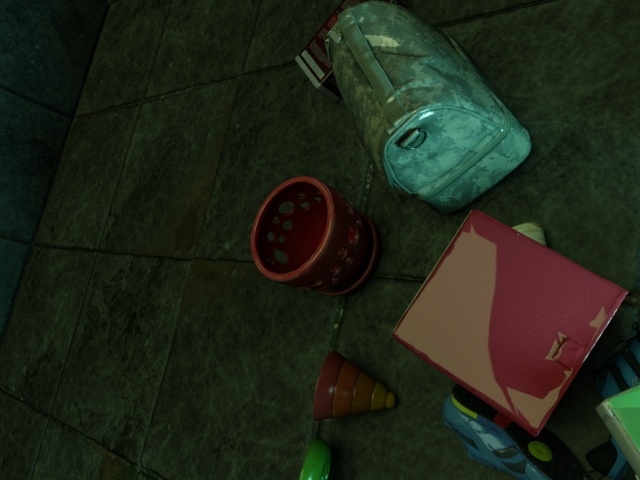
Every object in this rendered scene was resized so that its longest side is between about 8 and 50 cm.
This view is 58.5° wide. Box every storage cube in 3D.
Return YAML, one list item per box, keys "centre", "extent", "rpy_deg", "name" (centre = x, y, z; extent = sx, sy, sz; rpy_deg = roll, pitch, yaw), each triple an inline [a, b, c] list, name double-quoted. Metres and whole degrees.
- centre: [0.231, 0.107, 0.720]
  extent: [0.193, 0.184, 0.215]
  rpy_deg: [33, 88, 24]
  name: "storage cube"

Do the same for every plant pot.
- centre: [0.000, 0.000, 1.029]
  extent: [0.191, 0.174, 0.191]
  rpy_deg: [-17, 63, 37]
  name: "plant pot"

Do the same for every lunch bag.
- centre: [0.151, -0.225, 0.925]
  extent: [0.212, 0.256, 0.305]
  rpy_deg: [-38, 52, 25]
  name: "lunch bag"

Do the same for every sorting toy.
- centre: [0.039, 0.370, 0.925]
  extent: [0.126, 0.127, 0.365]
  rpy_deg: [9, 82, 14]
  name: "sorting toy"

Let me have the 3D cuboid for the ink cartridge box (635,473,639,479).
- centre: [0.431, 0.284, 0.548]
  extent: [0.225, 0.056, 0.181]
  rpy_deg: [-7, 70, 14]
  name: "ink cartridge box"

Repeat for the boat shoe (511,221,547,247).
- centre: [0.258, 0.031, 0.863]
  extent: [0.170, 0.063, 0.059]
  rpy_deg: [-28, 51, 30]
  name: "boat shoe"

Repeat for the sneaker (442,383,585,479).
- centre: [0.255, 0.283, 0.776]
  extent: [0.209, 0.069, 0.082]
  rpy_deg: [33, 124, 38]
  name: "sneaker"

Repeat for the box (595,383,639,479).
- centre: [0.462, 0.190, 0.515]
  extent: [0.322, 0.058, 0.232]
  rpy_deg: [-24, 60, 1]
  name: "box"

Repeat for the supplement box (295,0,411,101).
- centre: [0.066, -0.429, 1.208]
  extent: [0.239, 0.073, 0.130]
  rpy_deg: [-46, 50, 20]
  name: "supplement box"

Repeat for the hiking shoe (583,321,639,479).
- centre: [0.385, 0.143, 0.668]
  extent: [0.132, 0.113, 0.304]
  rpy_deg: [2, 75, 42]
  name: "hiking shoe"
